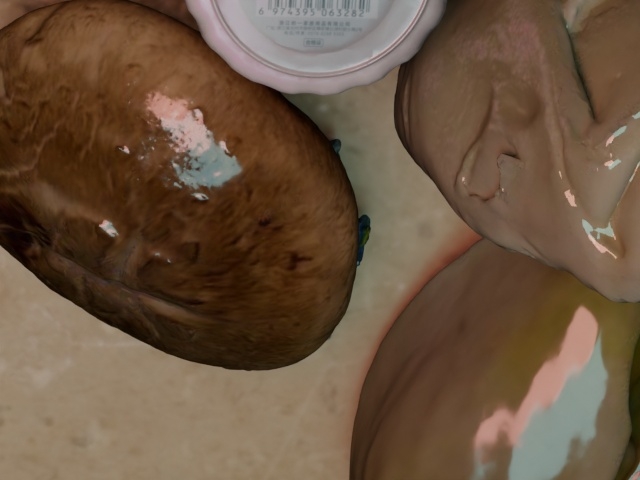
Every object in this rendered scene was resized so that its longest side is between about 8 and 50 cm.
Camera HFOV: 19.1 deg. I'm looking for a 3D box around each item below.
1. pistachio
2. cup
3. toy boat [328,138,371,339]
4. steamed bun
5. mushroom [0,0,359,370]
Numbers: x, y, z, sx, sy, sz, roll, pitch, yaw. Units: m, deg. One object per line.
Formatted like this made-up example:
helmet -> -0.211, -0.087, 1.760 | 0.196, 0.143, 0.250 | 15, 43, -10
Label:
pistachio -> 0.128, 0.110, 1.261 | 0.288, 0.197, 0.166 | -57, 150, 8
cup -> -0.008, -0.206, 1.071 | 0.166, 0.202, 0.221 | 3, 113, -9
toy boat -> 0.000, 0.000, 1.243 | 0.061, 0.060, 0.137 | 14, 111, 13
steamed bun -> 0.211, -0.109, 1.069 | 0.309, 0.324, 0.219 | -1, 115, -14
mushroom -> -0.104, -0.026, 1.156 | 0.278, 0.146, 0.278 | 16, 142, 13
